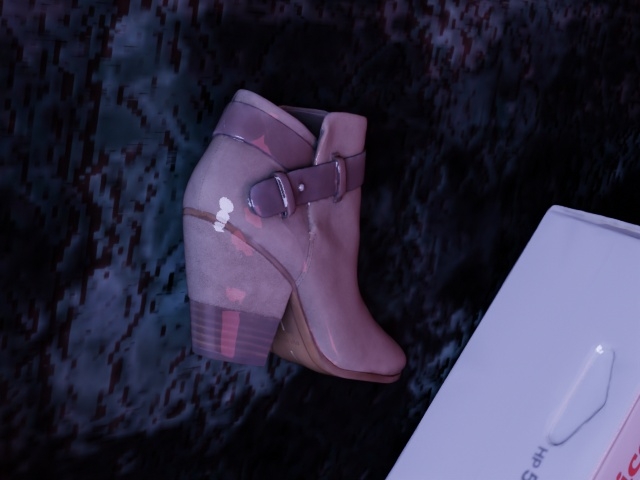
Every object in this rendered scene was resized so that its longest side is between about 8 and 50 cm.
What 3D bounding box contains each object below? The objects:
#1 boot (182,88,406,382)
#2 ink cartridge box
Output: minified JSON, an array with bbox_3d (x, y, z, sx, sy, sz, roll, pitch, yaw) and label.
[{"bbox_3d":[0.000,0.000,0.430,0.118,0.042,0.087,14,88,-54],"label":"boot"},{"bbox_3d":[0.136,0.100,0.573,0.148,0.086,0.203,-57,136,-12],"label":"ink cartridge box"}]
